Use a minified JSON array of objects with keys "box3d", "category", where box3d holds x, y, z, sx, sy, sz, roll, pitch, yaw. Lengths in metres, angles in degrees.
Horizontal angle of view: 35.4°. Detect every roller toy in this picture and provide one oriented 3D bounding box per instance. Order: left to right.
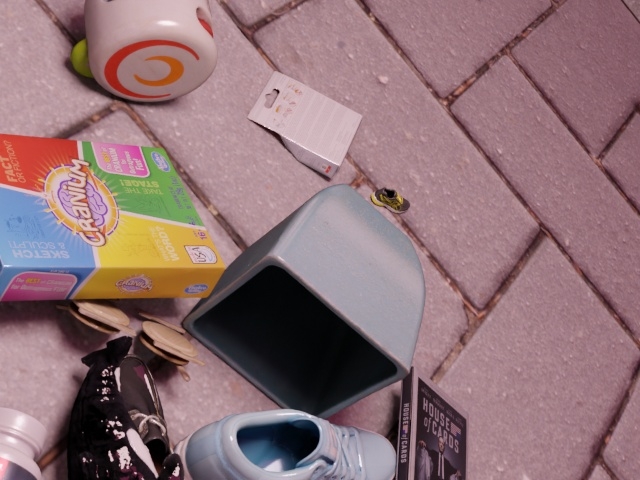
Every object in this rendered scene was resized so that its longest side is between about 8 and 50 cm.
[{"box3d":[-0.253,-0.314,1.506,0.209,0.191,0.146,9,58,-36],"category":"roller toy"}]

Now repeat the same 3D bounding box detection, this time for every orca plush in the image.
[{"box3d":[-0.241,0.250,1.173,0.151,0.102,0.287,-2,71,7],"category":"orca plush"}]

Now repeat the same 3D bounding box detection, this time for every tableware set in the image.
[{"box3d":[-0.251,0.122,1.325,0.194,0.039,0.128,29,6,-27],"category":"tableware set"}]

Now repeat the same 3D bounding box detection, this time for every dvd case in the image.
[{"box3d":[0.174,0.336,1.538,0.179,0.029,0.239,43,42,-39],"category":"dvd case"}]

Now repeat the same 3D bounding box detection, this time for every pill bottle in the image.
[{"box3d":[-0.369,0.281,1.103,0.108,0.108,0.180,30,48,-22],"category":"pill bottle"}]

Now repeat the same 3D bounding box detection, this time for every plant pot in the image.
[{"box3d":[0.006,0.067,1.442,0.247,0.248,0.252,41,46,-12],"category":"plant pot"}]

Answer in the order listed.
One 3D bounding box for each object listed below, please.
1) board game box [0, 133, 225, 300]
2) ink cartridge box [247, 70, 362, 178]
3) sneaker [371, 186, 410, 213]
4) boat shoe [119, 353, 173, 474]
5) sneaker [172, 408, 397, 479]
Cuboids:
[{"box3d":[-0.310,-0.031,1.320,0.316,0.064,0.242,1,46,-42],"category":"board game box"},{"box3d":[-0.029,-0.202,1.747,0.179,0.045,0.145,26,48,-2],"category":"ink cartridge box"},{"box3d":[0.131,-0.072,1.789,0.083,0.035,0.031,13,58,-34],"category":"sneaker"},{"box3d":[-0.219,0.249,1.271,0.084,0.079,0.233,5,60,-36],"category":"boat shoe"},{"box3d":[-0.011,0.298,1.359,0.365,0.150,0.135,6,62,-39],"category":"sneaker"}]
